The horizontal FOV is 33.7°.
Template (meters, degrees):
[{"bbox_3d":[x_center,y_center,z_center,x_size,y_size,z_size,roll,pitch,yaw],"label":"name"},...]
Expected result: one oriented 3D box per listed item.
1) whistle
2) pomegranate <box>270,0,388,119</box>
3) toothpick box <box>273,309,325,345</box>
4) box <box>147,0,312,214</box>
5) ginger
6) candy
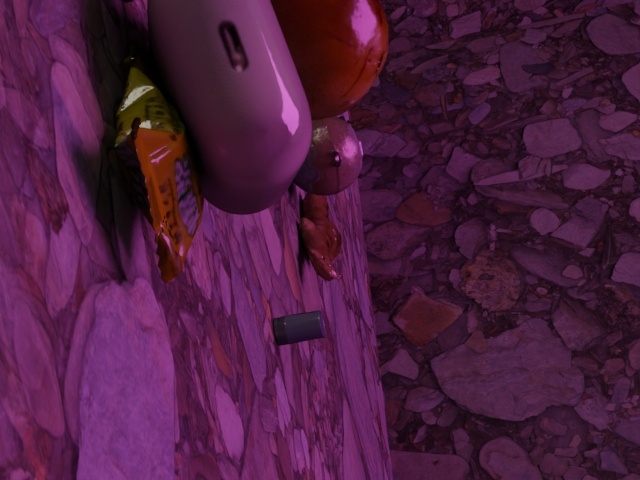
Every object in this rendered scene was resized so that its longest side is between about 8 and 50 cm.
[{"bbox_3d":[-0.018,-0.198,2.425,0.348,0.189,0.189,-150,-134,-72],"label":"whistle"},{"bbox_3d":[-0.035,-0.373,1.928,0.319,0.319,0.319,-11,90,-83],"label":"pomegranate"},{"bbox_3d":[-0.037,0.155,1.880,0.052,0.083,0.052,-11,90,-83],"label":"toothpick box"},{"bbox_3d":[-0.114,-0.183,1.273,0.349,0.141,0.288,140,-71,-79],"label":"box"},{"bbox_3d":[0.000,0.000,2.403,0.333,0.081,0.147,-87,160,-65],"label":"ginger"},{"bbox_3d":[-0.180,-0.095,1.175,0.297,0.081,0.187,-102,178,-60],"label":"candy"}]
